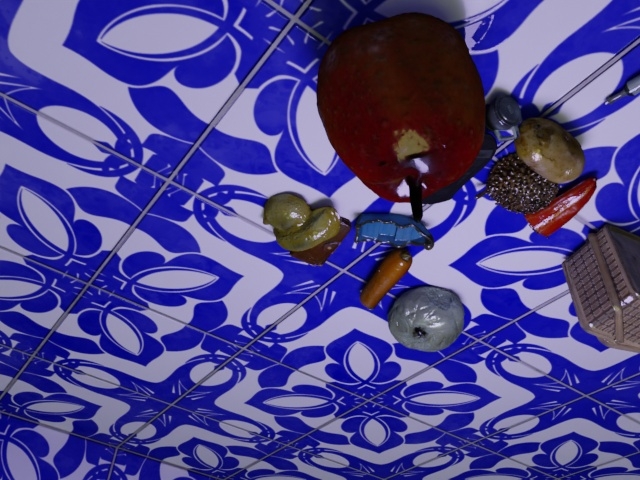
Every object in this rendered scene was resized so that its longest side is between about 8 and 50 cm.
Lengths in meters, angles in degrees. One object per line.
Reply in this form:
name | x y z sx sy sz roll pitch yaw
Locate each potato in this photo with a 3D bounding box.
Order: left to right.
potato | 0.448 -0.177 1.225 0.170 0.107 0.080 34 166 -25

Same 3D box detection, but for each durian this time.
durian | 0.420 -0.104 1.320 0.188 0.091 0.148 -10 137 18

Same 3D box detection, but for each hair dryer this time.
hair dryer | 0.604 -0.296 1.128 0.100 0.057 0.197 31 141 -27

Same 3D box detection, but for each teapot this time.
teapot | 0.346 -0.229 1.199 0.066 0.088 0.057 -21 176 -31

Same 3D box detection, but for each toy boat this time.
toy boat | 0.170 -0.013 1.453 0.185 0.077 0.075 5 138 -1

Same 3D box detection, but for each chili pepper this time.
chili pepper | 0.532 -0.082 1.364 0.088 0.065 0.169 15 135 -36

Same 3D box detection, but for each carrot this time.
carrot | 0.165 0.093 1.583 0.067 0.067 0.225 16 138 -13

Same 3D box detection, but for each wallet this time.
wallet | 0.000 0.000 1.520 0.095 0.026 0.176 22 135 -17

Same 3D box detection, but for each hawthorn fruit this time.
hawthorn fruit | 0.136 -0.192 1.054 0.284 0.369 0.285 -3 157 -1

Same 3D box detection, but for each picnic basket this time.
picnic basket | 0.734 0.128 1.457 0.312 0.228 0.175 19 134 -18

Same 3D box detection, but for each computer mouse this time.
computer mouse | 0.248 -0.156 1.279 0.147 0.088 0.264 0 147 -29

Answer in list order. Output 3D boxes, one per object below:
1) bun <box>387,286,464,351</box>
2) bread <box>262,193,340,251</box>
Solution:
bun | 0.285 0.224 1.687 0.221 0.108 0.221 2 139 2
bread | -0.049 -0.039 1.436 0.187 0.065 0.149 -8 124 27
